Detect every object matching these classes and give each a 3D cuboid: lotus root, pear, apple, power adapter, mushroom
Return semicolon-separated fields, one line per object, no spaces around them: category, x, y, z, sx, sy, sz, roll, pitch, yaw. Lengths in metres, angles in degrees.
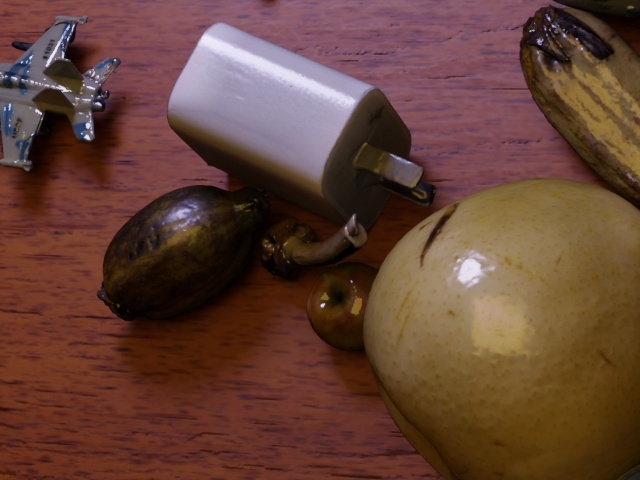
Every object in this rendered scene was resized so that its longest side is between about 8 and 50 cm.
lotus root;-0.141;0.006;1.799;0.209;0.120;0.120;-34;66;9
pear;0.193;0.091;1.579;0.309;0.309;0.309;-5;72;16
lotus root;0.288;-0.123;1.724;0.110;0.097;0.258;-39;74;10
apple;0.031;0.066;1.751;0.090;0.074;0.089;-6;71;18
power adapter;-0.003;-0.098;1.753;0.255;0.187;0.124;26;83;22
mushroom;0.000;0.000;1.745;0.061;0.187;0.060;-46;107;-29

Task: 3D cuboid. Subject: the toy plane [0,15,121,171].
toy plane;-0.346;-0.171;1.945;0.262;0.088;0.192;8;70;30

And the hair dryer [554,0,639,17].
hair dryer;0.380;-0.296;1.675;0.296;0.298;0.119;7;69;-13

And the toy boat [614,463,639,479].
toy boat;0.373;0.248;1.502;0.320;0.092;0.141;10;73;-18
